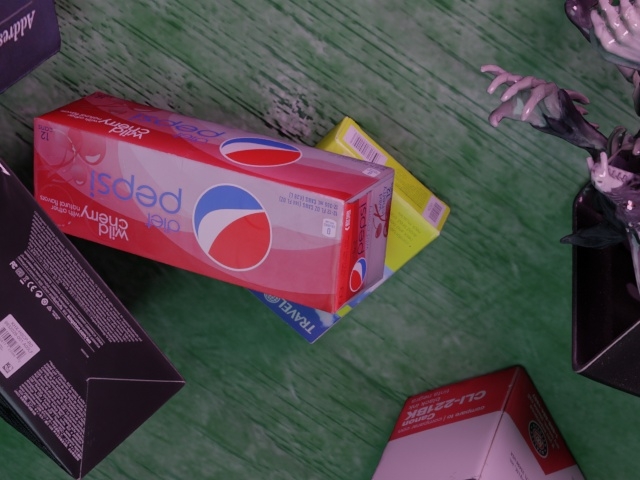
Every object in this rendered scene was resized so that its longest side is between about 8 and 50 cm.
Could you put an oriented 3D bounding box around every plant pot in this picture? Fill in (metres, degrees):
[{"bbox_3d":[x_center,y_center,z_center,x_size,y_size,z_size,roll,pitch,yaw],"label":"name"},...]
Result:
[{"bbox_3d":[0.291,0.014,1.212,0.167,0.188,0.187,31,127,-19],"label":"plant pot"}]

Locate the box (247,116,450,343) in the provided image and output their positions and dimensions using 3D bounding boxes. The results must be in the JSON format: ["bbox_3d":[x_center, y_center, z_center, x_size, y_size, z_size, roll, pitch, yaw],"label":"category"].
[{"bbox_3d":[0.000,0.000,1.383,0.109,0.042,0.178,42,125,-8],"label":"box"}]

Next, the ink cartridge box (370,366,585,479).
[{"bbox_3d":[0.118,0.259,1.363,0.114,0.273,0.197,-19,113,28],"label":"ink cartridge box"}]

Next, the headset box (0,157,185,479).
[{"bbox_3d":[-0.245,0.046,1.383,0.218,0.110,0.293,52,166,-15],"label":"headset box"}]

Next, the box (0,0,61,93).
[{"bbox_3d":[-0.431,-0.245,1.092,0.297,0.480,0.472,10,124,26],"label":"box"}]

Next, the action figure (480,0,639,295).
[{"bbox_3d":[0.182,-0.098,1.114,0.141,0.276,0.164,18,150,-32],"label":"action figure"}]

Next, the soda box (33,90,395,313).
[{"bbox_3d":[-0.082,-0.032,1.327,0.263,0.083,0.092,15,115,24],"label":"soda box"}]
